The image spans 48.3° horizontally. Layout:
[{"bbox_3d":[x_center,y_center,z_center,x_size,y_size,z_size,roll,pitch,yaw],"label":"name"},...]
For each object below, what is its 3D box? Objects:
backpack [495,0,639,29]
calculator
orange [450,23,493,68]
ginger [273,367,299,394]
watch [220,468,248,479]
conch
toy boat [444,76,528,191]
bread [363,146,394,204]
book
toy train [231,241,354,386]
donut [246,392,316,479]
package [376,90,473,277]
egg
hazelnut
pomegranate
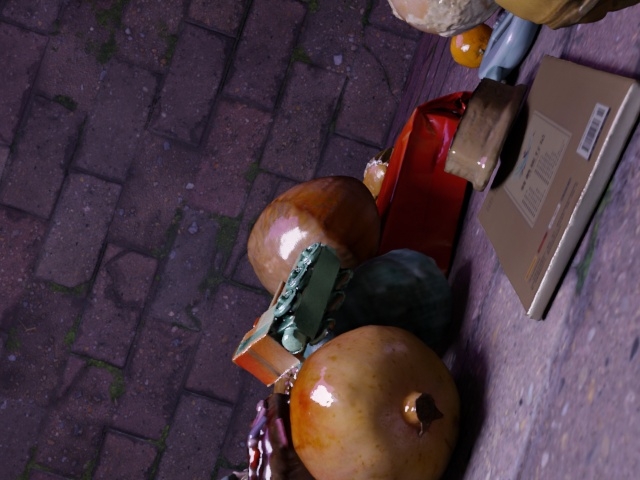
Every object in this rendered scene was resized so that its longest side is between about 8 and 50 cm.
[{"bbox_3d":[0.223,-0.313,0.444,0.378,0.201,0.353,142,145,-83],"label":"backpack"},{"bbox_3d":[0.297,-0.339,1.071,0.185,0.041,0.299,117,174,-81],"label":"calculator"},{"bbox_3d":[0.274,-0.349,1.275,0.083,0.083,0.083,-162,90,-88],"label":"orange"},{"bbox_3d":[-0.024,0.386,1.401,0.254,0.176,0.418,-86,9,-76],"label":"ginger"},{"bbox_3d":[-0.127,0.595,1.500,0.161,0.253,0.241,-55,12,-9],"label":"watch"},{"bbox_3d":[0.067,0.150,0.954,0.195,0.220,0.277,10,-101,-76],"label":"conch"},{"bbox_3d":[0.202,-0.131,0.891,0.188,0.061,0.116,-52,-17,-56],"label":"toy boat"},{"bbox_3d":[0.132,-0.043,1.384,0.119,0.152,0.288,-64,-4,-48],"label":"bread"},{"bbox_3d":[0.229,-0.074,0.733,0.310,0.021,0.217,-76,4,-71],"label":"book"},{"bbox_3d":[-0.030,0.079,0.857,0.118,0.074,0.176,-39,18,34],"label":"toy train"},{"bbox_3d":[-0.017,0.375,0.891,0.259,0.136,0.345,-97,1,-51],"label":"donut"},{"bbox_3d":[0.155,-0.046,1.149,0.196,0.123,0.423,128,159,-79],"label":"package"},{"bbox_3d":[0.200,-0.423,1.087,0.245,0.203,0.203,-54,-8,-31],"label":"egg"},{"bbox_3d":[0.000,0.000,1.045,0.214,0.176,0.214,-38,3,2],"label":"hazelnut"},{"bbox_3d":[0.062,0.185,0.760,0.191,0.191,0.191,-162,90,-88],"label":"pomegranate"}]
